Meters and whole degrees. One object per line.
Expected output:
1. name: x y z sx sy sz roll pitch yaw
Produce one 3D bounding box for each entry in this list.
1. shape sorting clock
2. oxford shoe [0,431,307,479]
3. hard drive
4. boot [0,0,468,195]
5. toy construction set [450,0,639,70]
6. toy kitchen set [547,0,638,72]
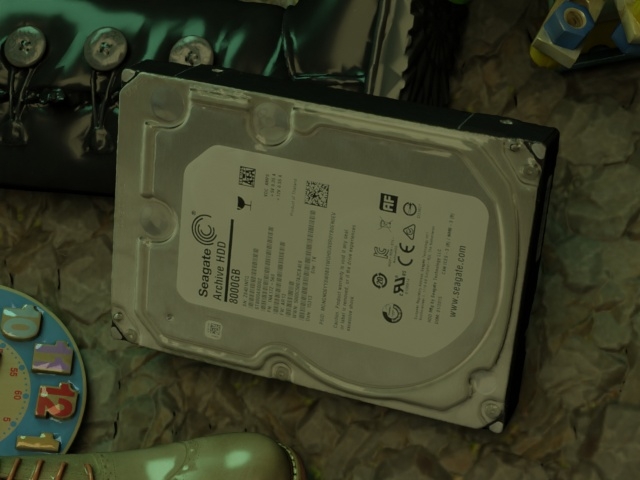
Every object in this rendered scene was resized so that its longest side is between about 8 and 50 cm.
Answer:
1. shape sorting clock: -0.303 0.128 1.169 0.206 0.040 0.206 6 63 -11
2. oxford shoe: -0.207 0.227 1.061 0.397 0.146 0.140 -21 41 2
3. hard drive: 0.000 0.000 1.072 0.339 0.064 0.237 13 111 17
4. boot: -0.105 -0.203 1.221 0.445 0.146 0.367 4 71 23
5. toy construction set: 0.180 -0.288 1.074 0.215 0.151 0.328 21 45 -7
6. toy kitchen set: 0.272 -0.108 1.094 0.166 0.122 0.207 -10 48 14
